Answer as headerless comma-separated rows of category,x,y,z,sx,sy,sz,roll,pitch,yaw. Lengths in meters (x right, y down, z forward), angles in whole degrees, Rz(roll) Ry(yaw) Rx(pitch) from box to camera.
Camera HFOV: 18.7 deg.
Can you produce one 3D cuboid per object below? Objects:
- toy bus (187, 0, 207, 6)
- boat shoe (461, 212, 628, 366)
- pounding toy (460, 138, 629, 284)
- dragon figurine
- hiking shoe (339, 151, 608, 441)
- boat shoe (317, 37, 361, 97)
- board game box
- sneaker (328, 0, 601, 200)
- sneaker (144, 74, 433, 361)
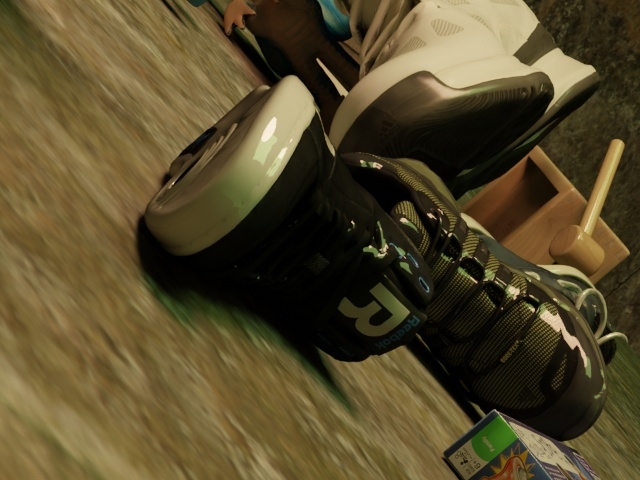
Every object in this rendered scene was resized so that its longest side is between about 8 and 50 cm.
toy bus,-0.096,-0.286,1.337,0.191,0.104,0.202,24,53,-38
boat shoe,0.140,0.055,1.301,0.079,0.095,0.254,52,9,35
pounding toy,0.205,0.003,1.627,0.094,0.181,0.206,47,7,-20
dragon figurine,-0.028,-0.192,1.627,0.144,0.085,0.289,45,12,-45
hiking shoe,0.067,0.031,1.117,0.227,0.086,0.114,47,18,33
boat shoe,0.003,-0.225,1.988,0.305,0.091,0.109,51,7,19
board game box,0.140,0.157,0.986,0.136,0.035,0.201,52,7,21
sneaker,0.045,-0.154,1.438,0.257,0.169,0.447,49,18,6
sneaker,0.000,0.000,0.781,0.121,0.079,0.217,46,6,-7
